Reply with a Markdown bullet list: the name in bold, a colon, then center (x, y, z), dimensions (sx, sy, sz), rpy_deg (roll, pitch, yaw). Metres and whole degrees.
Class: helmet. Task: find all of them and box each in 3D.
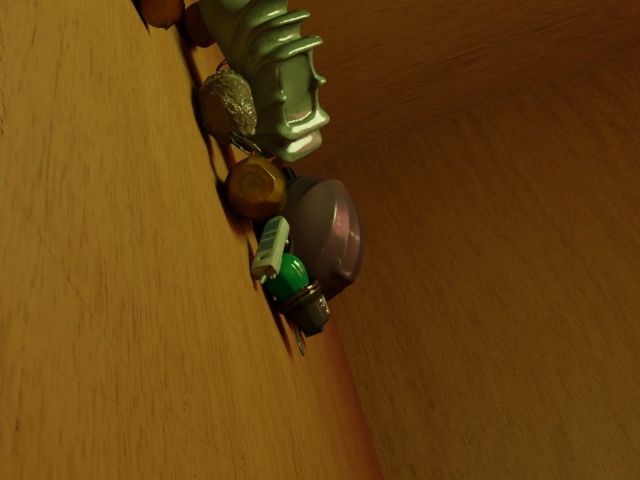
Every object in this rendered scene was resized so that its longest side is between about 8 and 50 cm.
- **helmet**: center (0.000, 0.000, 1.512), dimensions (0.271, 0.197, 0.338), rpy_deg (40, 35, -57)

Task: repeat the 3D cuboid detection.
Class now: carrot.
- **carrot**: center (-0.120, -0.093, 1.277), dimensions (0.302, 0.114, 0.114), rpy_deg (114, -44, -89)
- **carrot**: center (-0.263, -0.421, 1.049), dimensions (0.072, 0.072, 0.205), rpy_deg (68, 1, -53)

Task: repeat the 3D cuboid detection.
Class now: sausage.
- **sausage**: center (-0.261, -0.490, 1.494), dimensions (0.238, 0.098, 0.098), rpy_deg (-101, 171, -67)

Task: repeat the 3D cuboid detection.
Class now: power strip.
- **power strip**: center (-0.093, 0.017, 1.234), dimensions (0.191, 0.047, 0.030), rpy_deg (-79, 147, -51)

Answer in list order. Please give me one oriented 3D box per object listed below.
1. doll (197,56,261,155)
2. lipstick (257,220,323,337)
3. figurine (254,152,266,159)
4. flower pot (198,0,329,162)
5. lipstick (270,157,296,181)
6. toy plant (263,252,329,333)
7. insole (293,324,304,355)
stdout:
- **doll**: center (-0.172, -0.237, 1.227), dimensions (0.115, 0.105, 0.221), rpy_deg (85, -7, -51)
- **lipstick**: center (-0.071, 0.086, 1.594), dimensions (0.051, 0.051, 0.312), rpy_deg (-86, 155, -72)
- **figurine**: center (-0.165, -0.376, 1.976), dimensions (0.169, 0.218, 0.327), rpy_deg (31, 30, -40)
- **flower pot**: center (-0.119, -0.356, 1.371), dimensions (0.254, 0.164, 0.367), rpy_deg (26, -45, 37)
- **lipstick**: center (-0.077, -0.129, 1.914), dimensions (0.300, 0.081, 0.081), rpy_deg (62, -3, 33)
- **toy plant**: center (-0.059, 0.089, 1.323), dimensions (0.200, 0.105, 0.143), rpy_deg (59, -2, -8)
- **insole**: center (-0.061, 0.196, 1.586), dimensions (0.064, 0.004, 0.188), rpy_deg (67, 4, -47)
